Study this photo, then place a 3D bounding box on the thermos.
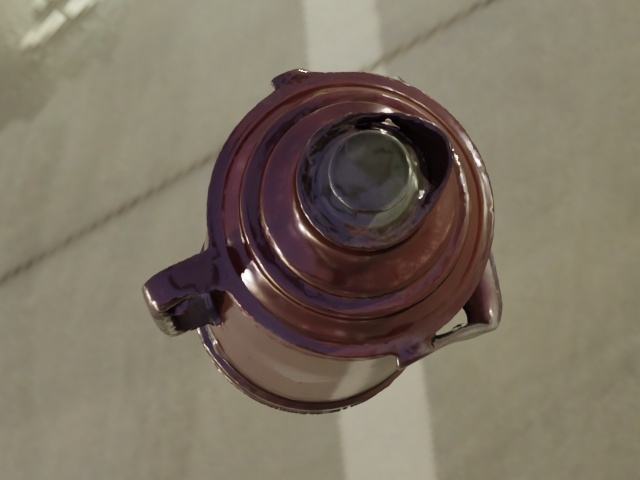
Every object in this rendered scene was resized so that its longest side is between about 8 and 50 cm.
[{"bbox_3d":[0.001,0.004,0.621,0.124,0.232,0.099,-21,82,-7],"label":"thermos"}]
